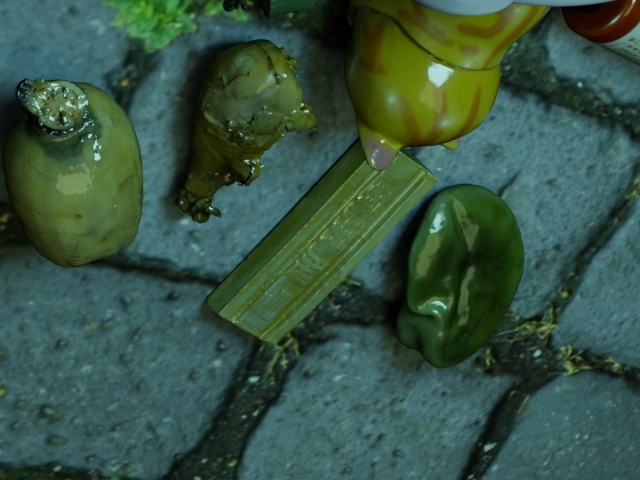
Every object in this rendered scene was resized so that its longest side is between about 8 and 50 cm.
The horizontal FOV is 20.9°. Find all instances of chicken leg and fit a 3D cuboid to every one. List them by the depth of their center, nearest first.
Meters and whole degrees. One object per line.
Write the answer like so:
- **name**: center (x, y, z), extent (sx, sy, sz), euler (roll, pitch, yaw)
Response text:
- **chicken leg**: center (-0.074, -0.098, 1.592), extent (0.101, 0.085, 0.207), euler (-6, 138, -38)

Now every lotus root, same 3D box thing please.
- **lotus root**: center (-0.215, -0.066, 1.508), extent (0.118, 0.125, 0.221), euler (1, 136, 4)

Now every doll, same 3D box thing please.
- **doll**: center (0.118, -0.206, 1.549), extent (0.166, 0.162, 0.269), euler (-7, 141, -42)

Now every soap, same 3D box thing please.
- **soap**: center (0.000, 0.001, 1.736), extent (0.252, 0.037, 0.092), euler (-47, 132, 13)

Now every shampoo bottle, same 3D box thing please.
- **shampoo bottle**: center (0.306, -0.227, 1.664), extent (0.278, 0.104, 0.104), euler (18, 116, -37)

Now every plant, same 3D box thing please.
- **plant**: center (-0.057, -0.220, 1.517), extent (0.102, 0.051, 0.051), euler (-3, 128, -13)

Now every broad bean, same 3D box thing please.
- **broad bean**: center (0.147, 0.038, 1.820), extent (0.153, 0.072, 0.207), euler (-13, 131, -35)

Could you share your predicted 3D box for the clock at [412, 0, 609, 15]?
- **clock**: center (0.170, -0.303, 1.396), extent (0.322, 0.295, 0.113), euler (-6, 137, -23)
